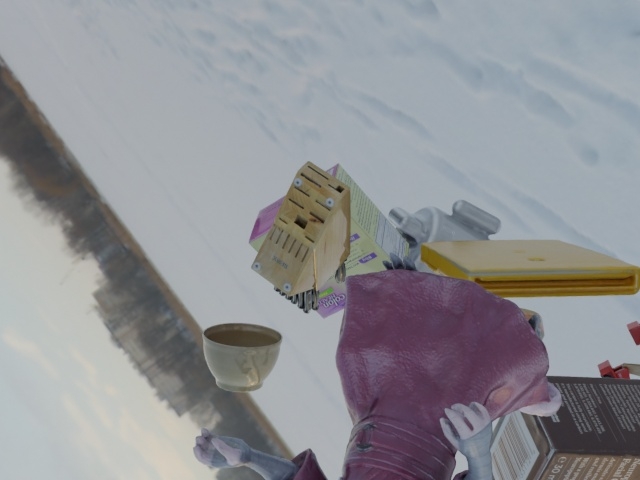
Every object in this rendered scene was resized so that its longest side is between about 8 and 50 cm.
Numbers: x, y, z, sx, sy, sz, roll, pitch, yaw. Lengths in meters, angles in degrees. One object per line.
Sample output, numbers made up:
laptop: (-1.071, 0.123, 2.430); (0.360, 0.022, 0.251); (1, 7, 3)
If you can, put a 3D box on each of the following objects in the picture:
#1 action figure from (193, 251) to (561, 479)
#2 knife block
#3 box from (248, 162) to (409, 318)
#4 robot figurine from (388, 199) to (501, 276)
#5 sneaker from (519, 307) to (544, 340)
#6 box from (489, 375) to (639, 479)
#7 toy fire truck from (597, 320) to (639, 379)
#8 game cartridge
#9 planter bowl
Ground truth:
action figure: (0.066, 0.204, 0.770); (0.248, 0.370, 0.275); (4, 143, 30)
knife block: (0.000, 0.000, 1.392); (0.088, 0.275, 0.242); (34, -159, 19)
box: (0.021, 0.006, 1.641); (0.243, 0.214, 0.117); (47, -149, -23)
robot figurine: (0.296, 0.055, 1.895); (0.354, 0.299, 0.200); (28, -168, -18)
sneaker: (0.321, 0.157, 1.403); (0.051, 0.134, 0.070); (62, -152, -19)
box: (0.438, 0.303, 1.131); (0.143, 0.382, 0.191); (-104, 21, -52)
toy fire truck: (0.684, 0.288, 1.779); (0.192, 0.135, 0.047); (59, -164, -1)
game cartridge: (0.347, 0.044, 1.421); (0.323, 0.286, 0.052); (-134, 44, -80)
planter bowl: (-0.162, 0.242, 1.660); (0.162, 0.162, 0.109); (-150, 63, -65)
